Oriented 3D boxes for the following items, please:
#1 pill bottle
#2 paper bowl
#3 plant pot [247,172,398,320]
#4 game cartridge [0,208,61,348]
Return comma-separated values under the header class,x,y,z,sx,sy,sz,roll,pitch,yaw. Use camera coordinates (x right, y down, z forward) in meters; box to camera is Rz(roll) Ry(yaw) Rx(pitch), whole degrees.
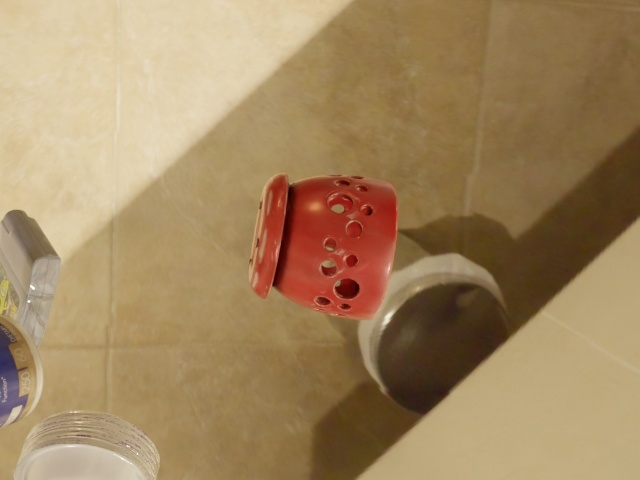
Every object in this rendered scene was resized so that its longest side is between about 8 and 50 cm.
class,x,y,z,sx,sy,sz,roll,pitch,yaw
pill bottle,-0.491,0.189,0.999,0.153,0.264,0.153,5,101,28
paper bowl,-0.481,0.493,1.661,0.284,0.148,0.284,0,127,-1
plant pot,0.000,0.000,1.077,0.174,0.191,0.191,11,100,-8
game cartridge,-0.521,0.119,1.361,0.060,0.196,0.294,6,115,-45
